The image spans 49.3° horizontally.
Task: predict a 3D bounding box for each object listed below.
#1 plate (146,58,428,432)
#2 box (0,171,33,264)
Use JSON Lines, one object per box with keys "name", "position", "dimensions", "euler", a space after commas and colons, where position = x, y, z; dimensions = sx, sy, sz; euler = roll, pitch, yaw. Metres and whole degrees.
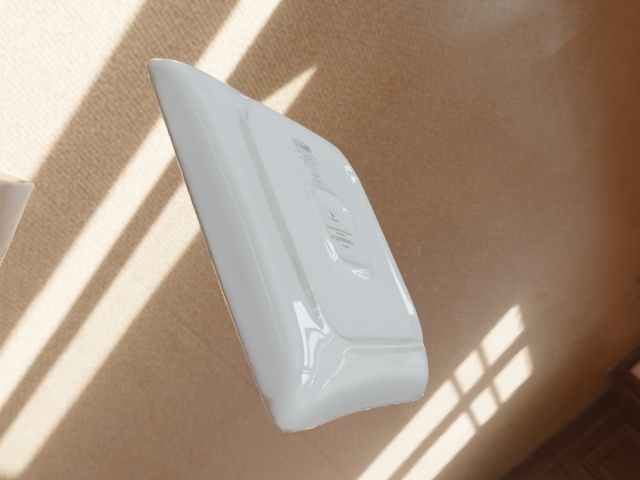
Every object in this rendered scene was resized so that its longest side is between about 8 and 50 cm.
{"name": "plate", "position": [0.000, 0.000, 0.561], "dimensions": [0.045, 0.278, 0.277], "euler": [-29, 161, 21]}
{"name": "box", "position": [-0.354, -0.006, 0.474], "dimensions": [0.215, 0.345, 0.168], "euler": [22, 88, -15]}
